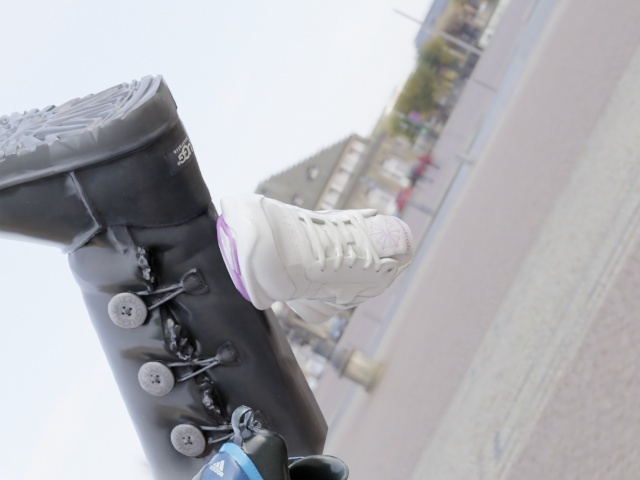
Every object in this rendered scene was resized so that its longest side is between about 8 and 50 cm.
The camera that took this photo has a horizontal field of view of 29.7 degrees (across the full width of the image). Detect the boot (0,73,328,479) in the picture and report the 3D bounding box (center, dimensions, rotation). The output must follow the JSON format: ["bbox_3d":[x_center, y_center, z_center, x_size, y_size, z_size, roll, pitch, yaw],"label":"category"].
[{"bbox_3d":[-0.226,0.080,1.284,0.445,0.367,0.146,66,-149,-25],"label":"boot"}]

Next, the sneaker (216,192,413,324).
[{"bbox_3d":[0.000,0.000,1.158,0.152,0.114,0.305,-23,-14,14],"label":"sneaker"}]

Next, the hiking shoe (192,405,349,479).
[{"bbox_3d":[0.001,0.245,0.965,0.132,0.113,0.304,-56,-40,-6],"label":"hiking shoe"}]
